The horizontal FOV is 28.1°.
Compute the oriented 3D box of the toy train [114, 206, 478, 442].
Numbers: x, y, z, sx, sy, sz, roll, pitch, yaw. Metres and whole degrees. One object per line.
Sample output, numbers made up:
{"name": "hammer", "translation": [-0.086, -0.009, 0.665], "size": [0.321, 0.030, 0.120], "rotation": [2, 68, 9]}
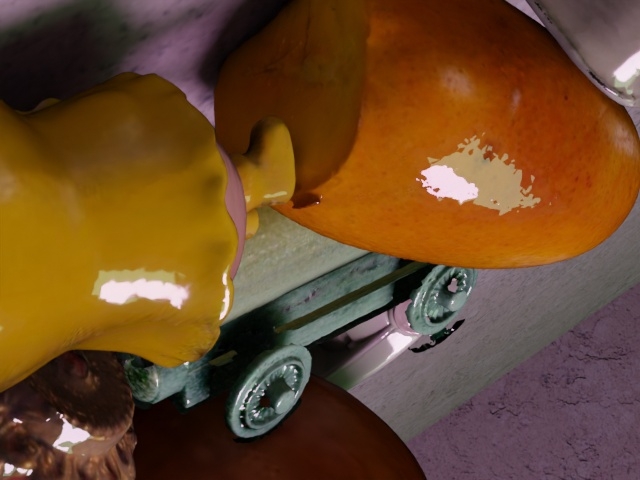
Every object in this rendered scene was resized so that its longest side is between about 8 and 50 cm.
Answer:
{"name": "toy train", "translation": [0.006, 0.003, 0.810], "size": [0.307, 0.126, 0.189], "rotation": [-24, 145, -37]}

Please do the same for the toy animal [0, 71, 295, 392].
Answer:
{"name": "toy animal", "translation": [-0.113, 0.001, 0.542], "size": [0.230, 0.156, 0.156], "rotation": [-21, 159, -35]}

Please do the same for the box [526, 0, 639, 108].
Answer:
{"name": "box", "translation": [0.286, -0.231, 0.680], "size": [0.344, 0.177, 0.352], "rotation": [-42, 164, 24]}

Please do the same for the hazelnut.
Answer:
{"name": "hazelnut", "translation": [-0.061, 0.268, 0.894], "size": [0.315, 0.372, 0.372], "rotation": [-23, 160, -25]}

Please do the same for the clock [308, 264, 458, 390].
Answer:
{"name": "clock", "translation": [0.045, 0.035, 1.006], "size": [0.191, 0.062, 0.151], "rotation": [-36, -161, 20]}

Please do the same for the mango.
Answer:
{"name": "mango", "translation": [0.080, -0.049, 0.689], "size": [0.257, 0.138, 0.187], "rotation": [12, 165, -33]}

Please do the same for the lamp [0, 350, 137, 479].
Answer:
{"name": "lamp", "translation": [-0.224, 0.150, 0.714], "size": [0.274, 0.177, 0.177], "rotation": [-43, 163, 16]}
